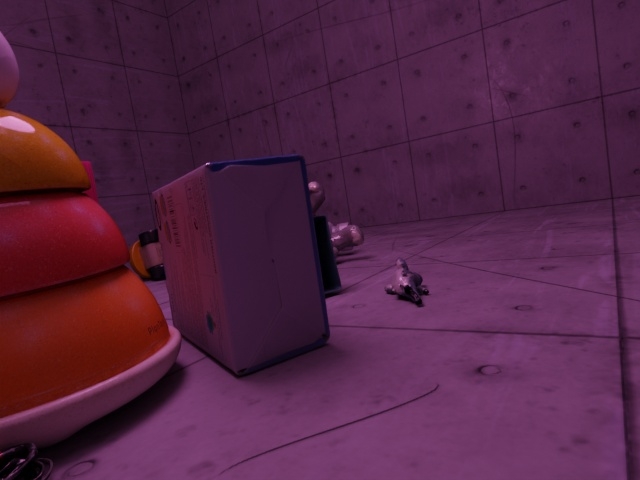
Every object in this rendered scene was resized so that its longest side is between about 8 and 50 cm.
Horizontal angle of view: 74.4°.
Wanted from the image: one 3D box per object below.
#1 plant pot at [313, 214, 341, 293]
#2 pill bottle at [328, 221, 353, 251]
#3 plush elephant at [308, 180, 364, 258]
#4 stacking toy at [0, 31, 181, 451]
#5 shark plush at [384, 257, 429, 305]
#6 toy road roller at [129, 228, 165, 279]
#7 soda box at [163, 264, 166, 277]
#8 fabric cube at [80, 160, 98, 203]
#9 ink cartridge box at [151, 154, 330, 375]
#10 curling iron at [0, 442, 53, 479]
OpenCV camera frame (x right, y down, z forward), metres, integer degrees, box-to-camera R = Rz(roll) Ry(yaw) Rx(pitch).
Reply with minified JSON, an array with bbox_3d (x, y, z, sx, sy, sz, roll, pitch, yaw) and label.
[{"bbox_3d":[-0.089,0.053,0.972,0.166,0.165,0.234,-11,-3,-23],"label":"plant pot"},{"bbox_3d":[0.000,0.000,1.556,0.230,0.131,0.131,-8,5,14],"label":"pill bottle"},{"bbox_3d":[-0.085,-0.025,1.311,0.330,0.271,0.255,-37,-17,13],"label":"plush elephant"},{"bbox_3d":[-0.380,-0.029,0.498,0.351,0.479,0.350,-9,4,1],"label":"stacking toy"},{"bbox_3d":[0.172,0.078,0.780,0.067,0.073,0.161,21,0,-1],"label":"shark plush"},{"bbox_3d":[-0.652,0.054,1.804,0.241,0.202,0.330,-19,-1,40],"label":"toy road roller"},{"bbox_3d":[-0.492,0.104,1.637,0.210,0.067,0.071,-11,5,-15],"label":"soda box"},{"bbox_3d":[-0.647,-0.024,0.867,0.254,0.258,0.258,-5,7,21],"label":"fabric cube"},{"bbox_3d":[-0.165,0.026,0.703,0.151,0.269,0.396,-10,5,-33],"label":"ink cartridge box"},{"bbox_3d":[-0.332,0.206,0.271,0.274,0.035,0.068,-12,5,-37],"label":"curling iron"}]
